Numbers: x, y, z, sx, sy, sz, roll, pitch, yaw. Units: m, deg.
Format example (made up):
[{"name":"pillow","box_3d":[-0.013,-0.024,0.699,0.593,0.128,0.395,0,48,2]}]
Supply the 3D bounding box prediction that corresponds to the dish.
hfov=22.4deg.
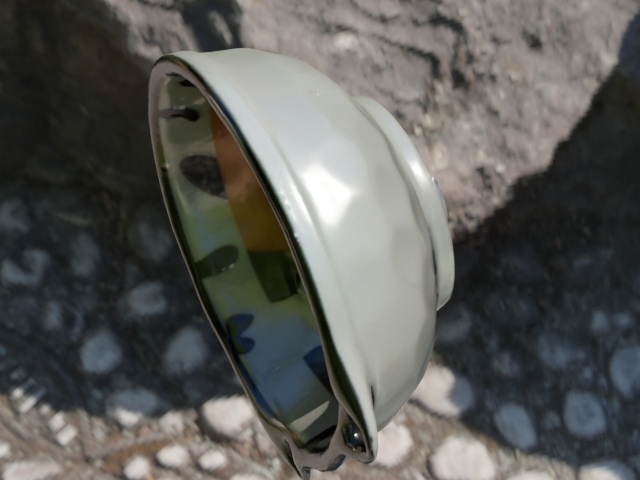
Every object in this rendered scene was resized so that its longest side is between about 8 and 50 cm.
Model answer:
[{"name":"dish","box_3d":[0.000,0.000,1.009,0.120,0.303,0.303,-23,55,-17]}]
